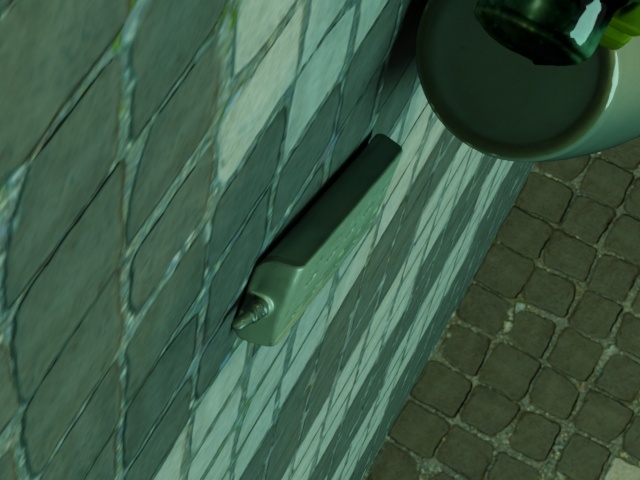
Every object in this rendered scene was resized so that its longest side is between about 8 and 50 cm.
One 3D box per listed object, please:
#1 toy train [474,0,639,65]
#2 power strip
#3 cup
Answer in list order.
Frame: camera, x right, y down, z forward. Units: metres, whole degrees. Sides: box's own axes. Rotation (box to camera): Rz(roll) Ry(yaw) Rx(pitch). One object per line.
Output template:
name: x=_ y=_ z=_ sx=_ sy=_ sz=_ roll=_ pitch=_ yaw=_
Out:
toy train: x=0.192 y=-0.295 z=0.935 sx=0.442 sy=0.179 sz=0.272 roll=-64 pitch=179 yaw=2
power strip: x=0.000 y=0.000 z=1.118 sx=0.252 sy=0.027 sz=0.060 roll=-50 pitch=165 yaw=-57
cup: x=0.163 y=-0.181 z=1.171 sx=0.234 sy=0.186 sz=0.258 roll=-32 pitch=121 yaw=-60
